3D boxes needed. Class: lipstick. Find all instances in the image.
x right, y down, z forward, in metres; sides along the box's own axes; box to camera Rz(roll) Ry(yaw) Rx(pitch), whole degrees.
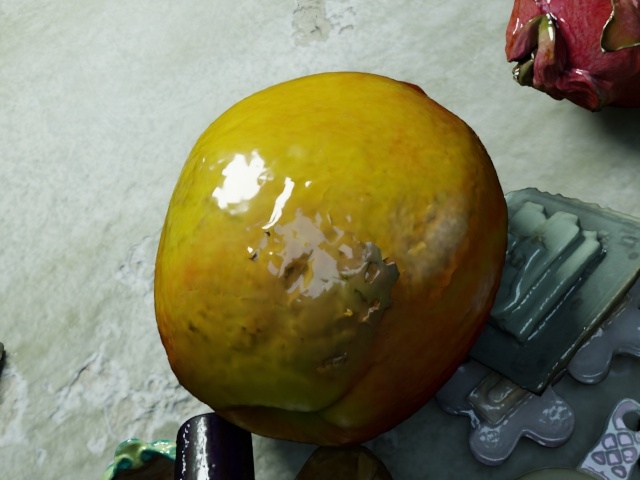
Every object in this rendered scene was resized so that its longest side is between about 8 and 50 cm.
[{"bbox_3d":[-0.087,0.283,0.586,0.081,0.081,0.300,-13,43,4],"label":"lipstick"}]

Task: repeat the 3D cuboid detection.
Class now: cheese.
[{"bbox_3d":[0.229,0.244,0.629,0.137,0.064,0.227,32,82,19],"label":"cheese"}]

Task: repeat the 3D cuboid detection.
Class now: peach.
[{"bbox_3d":[0.002,0.001,0.662,0.289,0.372,0.373,25,70,-12],"label":"peach"}]

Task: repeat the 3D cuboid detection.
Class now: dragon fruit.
[{"bbox_3d":[0.358,-0.261,0.765,0.314,0.250,0.251,-2,64,-8],"label":"dragon fruit"}]

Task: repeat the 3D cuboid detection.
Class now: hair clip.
[{"bbox_3d":[0.230,0.110,0.705,0.257,0.075,0.146,-44,63,-3],"label":"hair clip"}]

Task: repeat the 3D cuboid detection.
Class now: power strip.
[{"bbox_3d":[0.198,0.025,0.700,0.213,0.064,0.198,-49,33,-11],"label":"power strip"}]

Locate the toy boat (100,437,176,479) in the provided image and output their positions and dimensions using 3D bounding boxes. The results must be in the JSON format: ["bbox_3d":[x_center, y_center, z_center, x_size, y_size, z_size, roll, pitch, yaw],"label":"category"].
[{"bbox_3d":[-0.126,0.326,0.657,0.108,0.099,0.293,-28,57,-3],"label":"toy boat"}]

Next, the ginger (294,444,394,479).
[{"bbox_3d":[0.056,0.374,0.557,0.254,0.176,0.419,-27,69,-8],"label":"ginger"}]

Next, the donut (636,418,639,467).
[{"bbox_3d":[0.386,0.183,0.638,0.184,0.073,0.166,-28,66,-1],"label":"donut"}]

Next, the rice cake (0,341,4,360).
[{"bbox_3d":[-0.402,0.207,0.788,0.036,0.047,0.207,7,68,7],"label":"rice cake"}]
